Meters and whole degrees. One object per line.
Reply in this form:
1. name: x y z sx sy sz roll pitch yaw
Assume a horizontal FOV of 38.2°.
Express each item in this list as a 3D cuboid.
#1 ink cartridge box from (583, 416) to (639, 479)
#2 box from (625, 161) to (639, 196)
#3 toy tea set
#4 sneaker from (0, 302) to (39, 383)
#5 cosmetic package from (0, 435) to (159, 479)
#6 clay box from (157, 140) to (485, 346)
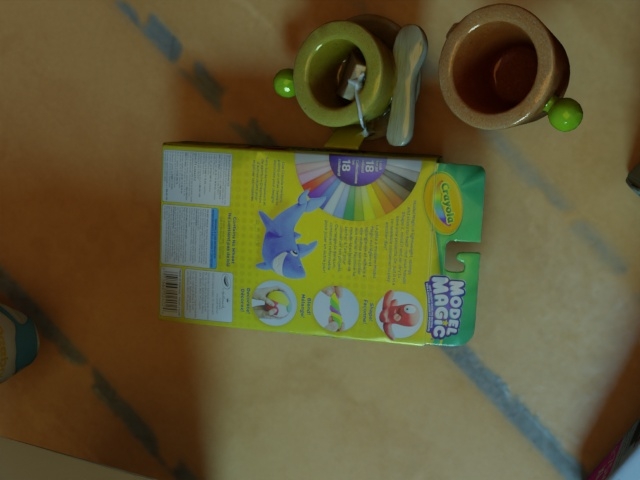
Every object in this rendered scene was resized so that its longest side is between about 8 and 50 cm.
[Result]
1. ink cartridge box: 0.289 0.126 0.516 0.185 0.065 0.311 33 129 13
2. box: 0.323 0.022 0.555 0.275 0.094 0.113 43 104 4
3. toy tea set: 0.098 -0.149 0.520 0.336 0.124 0.200 6 96 33
4. sneaker: -0.318 0.073 0.710 0.228 0.092 0.088 11 102 30
5. cosmetic package: -0.175 0.280 0.586 0.138 0.224 0.225 14 55 11
6. clay box: 0.000 0.000 0.644 0.222 0.053 0.128 5 99 10
